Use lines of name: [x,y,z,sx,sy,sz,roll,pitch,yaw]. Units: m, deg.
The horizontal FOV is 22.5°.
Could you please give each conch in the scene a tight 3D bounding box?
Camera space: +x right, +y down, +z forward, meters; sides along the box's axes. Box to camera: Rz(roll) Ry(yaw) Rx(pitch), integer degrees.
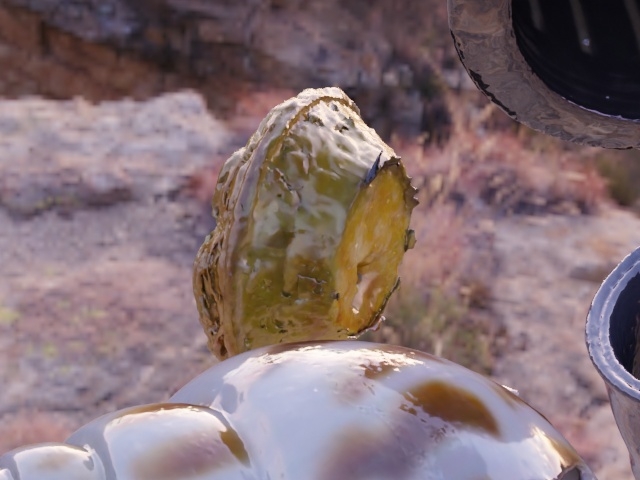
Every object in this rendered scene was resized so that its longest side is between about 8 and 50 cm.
conch: [-0.023,0.118,0.666,0.275,0.183,0.149,-11,50,-37]

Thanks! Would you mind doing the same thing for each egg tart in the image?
egg tart: [0.001,0.001,1.062,0.090,0.213,0.212,17,32,24]

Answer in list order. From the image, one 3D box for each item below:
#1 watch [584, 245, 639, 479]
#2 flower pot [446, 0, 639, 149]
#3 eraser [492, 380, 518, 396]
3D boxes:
watch: [0.409,0.092,1.348,0.327,0.314,0.335,9,43,41]
flower pot: [0.174,-0.262,0.862,0.293,0.293,0.330,-4,54,-15]
eraser: [0.038,0.180,0.951,0.124,0.210,0.068,10,3,-38]
